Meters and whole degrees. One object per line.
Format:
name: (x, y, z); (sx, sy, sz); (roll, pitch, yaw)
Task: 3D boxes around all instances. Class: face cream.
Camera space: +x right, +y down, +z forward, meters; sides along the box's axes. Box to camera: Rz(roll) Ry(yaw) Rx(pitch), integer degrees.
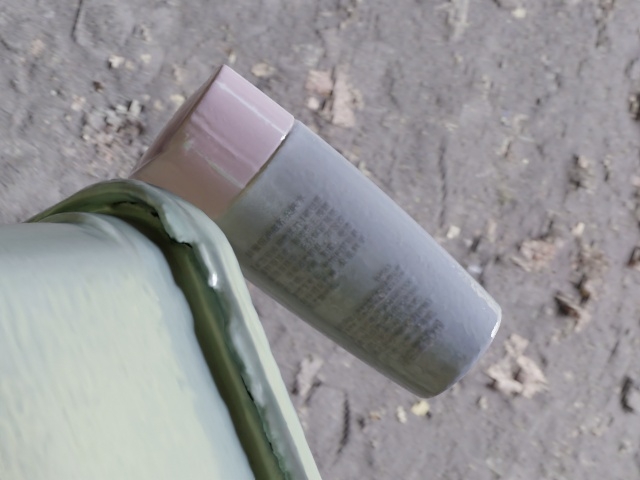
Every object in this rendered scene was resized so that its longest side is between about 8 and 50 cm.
face cream: (0.000, 0.000, 0.671); (0.198, 0.057, 0.084); (40, 110, -12)

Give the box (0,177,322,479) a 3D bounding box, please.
box: (-0.095, 0.136, 0.413); (0.175, 0.182, 0.312); (-26, 79, 17)
